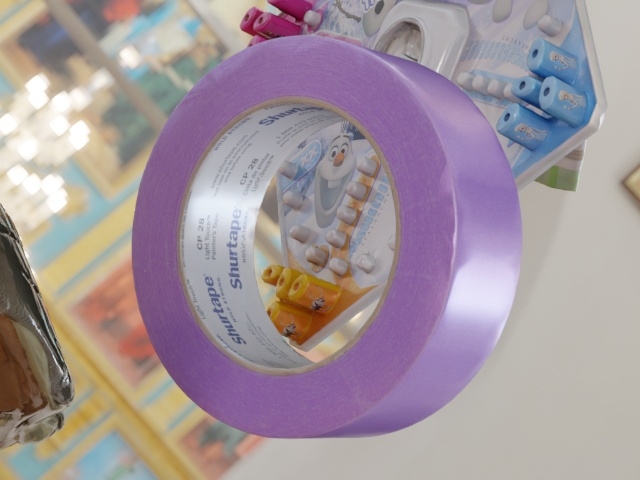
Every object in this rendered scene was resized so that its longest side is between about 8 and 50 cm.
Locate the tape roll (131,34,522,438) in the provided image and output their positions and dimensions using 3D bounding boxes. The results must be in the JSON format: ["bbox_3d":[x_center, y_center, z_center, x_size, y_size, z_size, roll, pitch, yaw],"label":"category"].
[{"bbox_3d":[0.000,0.000,1.297,0.275,0.274,0.090,36,17,33],"label":"tape roll"}]

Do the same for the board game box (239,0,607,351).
[{"bbox_3d":[0.066,-0.157,1.628,0.050,0.390,0.390,21,-44,-32],"label":"board game box"}]

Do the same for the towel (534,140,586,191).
[{"bbox_3d":[0.212,-0.118,1.867,0.113,0.023,0.152,17,-44,17],"label":"towel"}]

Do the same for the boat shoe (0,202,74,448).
[{"bbox_3d":[-0.226,0.076,1.155,0.324,0.120,0.122,108,-40,-69],"label":"boat shoe"}]
